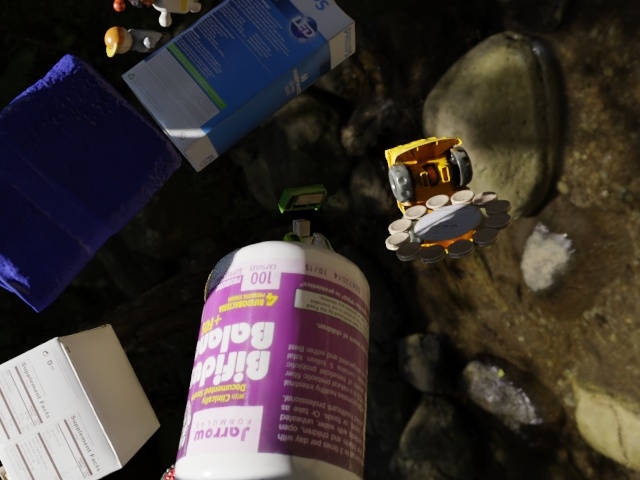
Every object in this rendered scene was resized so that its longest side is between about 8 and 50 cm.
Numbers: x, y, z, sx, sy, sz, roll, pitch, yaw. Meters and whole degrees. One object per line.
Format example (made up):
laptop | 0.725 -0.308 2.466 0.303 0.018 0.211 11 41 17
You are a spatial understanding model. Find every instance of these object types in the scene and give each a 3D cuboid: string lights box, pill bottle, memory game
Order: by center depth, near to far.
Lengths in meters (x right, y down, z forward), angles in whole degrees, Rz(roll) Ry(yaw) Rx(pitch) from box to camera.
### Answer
pill bottle | -0.041 0.166 0.624 0.169 0.169 0.301 99 176 -57
string lights box | -0.097 -0.222 0.840 0.133 0.259 0.077 50 173 14
memory game | 0.182 -0.022 0.964 0.186 0.186 0.012 32 149 58

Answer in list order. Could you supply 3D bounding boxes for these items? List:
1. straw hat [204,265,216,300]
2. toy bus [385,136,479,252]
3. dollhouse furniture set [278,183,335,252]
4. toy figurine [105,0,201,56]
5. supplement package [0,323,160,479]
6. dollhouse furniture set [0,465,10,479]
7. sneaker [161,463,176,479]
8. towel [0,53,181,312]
straw hat | -0.136 0.094 1.076 0.061 0.144 0.144 -9 104 55
toy bus | 0.208 -0.099 1.360 0.211 0.149 0.220 -128 22 -73
dollhouse furniture set | 0.000 0.000 0.862 0.152 0.058 0.076 63 145 30
toy figurine | -0.336 -0.460 1.229 0.213 0.148 0.209 -32 74 47
supplement package | -0.379 0.258 1.040 0.204 0.145 0.262 63 178 2
dollhouse furniture set | -0.571 0.549 1.093 0.174 0.303 0.355 13 126 43
sneaker | -0.186 0.495 1.334 0.104 0.262 0.125 18 104 62
towel | -0.374 -0.083 0.945 0.227 0.308 0.076 45 162 -15
